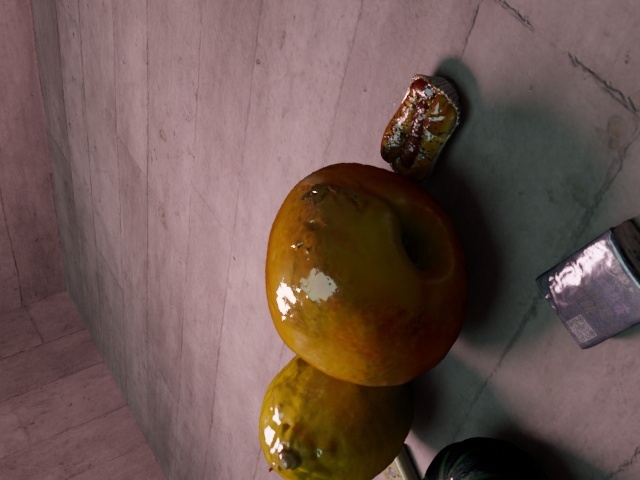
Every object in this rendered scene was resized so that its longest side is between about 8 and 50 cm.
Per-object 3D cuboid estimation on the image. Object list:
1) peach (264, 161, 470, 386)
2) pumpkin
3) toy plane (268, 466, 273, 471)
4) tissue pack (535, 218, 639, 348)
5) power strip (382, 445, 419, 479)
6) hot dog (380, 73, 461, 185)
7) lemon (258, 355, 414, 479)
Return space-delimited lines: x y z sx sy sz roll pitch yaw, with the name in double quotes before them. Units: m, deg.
"peach" 0.057 0.058 1.200 0.372 0.290 0.373 26 151 16
"pumpkin" 0.272 0.439 1.194 0.248 0.248 0.248 39 140 43
"toy plane" -0.075 0.604 1.979 0.077 0.126 0.194 -22 48 34
"tissue pack" 0.348 0.059 0.952 0.112 0.051 0.156 59 150 13
"power strip" 0.172 0.501 1.568 0.092 0.034 0.268 -32 80 62
"hot dog" 0.146 -0.164 1.155 0.108 0.059 0.191 52 146 21
"lemon" 0.023 0.317 1.409 0.285 0.316 0.285 40 141 43
